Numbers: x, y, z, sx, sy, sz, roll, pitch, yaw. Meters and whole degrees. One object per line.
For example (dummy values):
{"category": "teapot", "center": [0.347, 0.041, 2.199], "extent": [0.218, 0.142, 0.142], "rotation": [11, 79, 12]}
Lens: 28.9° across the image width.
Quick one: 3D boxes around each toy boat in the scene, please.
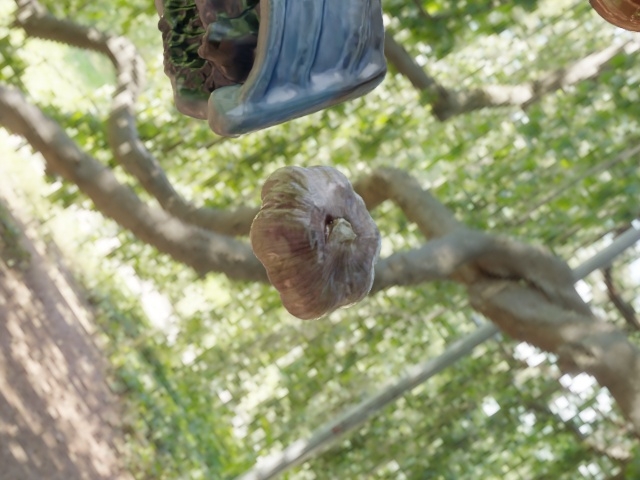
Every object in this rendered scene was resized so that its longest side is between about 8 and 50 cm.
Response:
{"category": "toy boat", "center": [-0.065, -0.156, 0.606], "extent": [0.129, 0.142, 0.309], "rotation": [114, -32, -42]}

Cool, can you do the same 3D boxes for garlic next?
{"category": "garlic", "center": [0.000, 0.000, 1.264], "extent": [0.102, 0.147, 0.159], "rotation": [-15, -103, 46]}

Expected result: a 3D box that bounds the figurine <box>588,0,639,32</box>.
{"category": "figurine", "center": [0.137, -0.066, 0.365], "extent": [0.114, 0.126, 0.157], "rotation": [19, -33, 48]}
